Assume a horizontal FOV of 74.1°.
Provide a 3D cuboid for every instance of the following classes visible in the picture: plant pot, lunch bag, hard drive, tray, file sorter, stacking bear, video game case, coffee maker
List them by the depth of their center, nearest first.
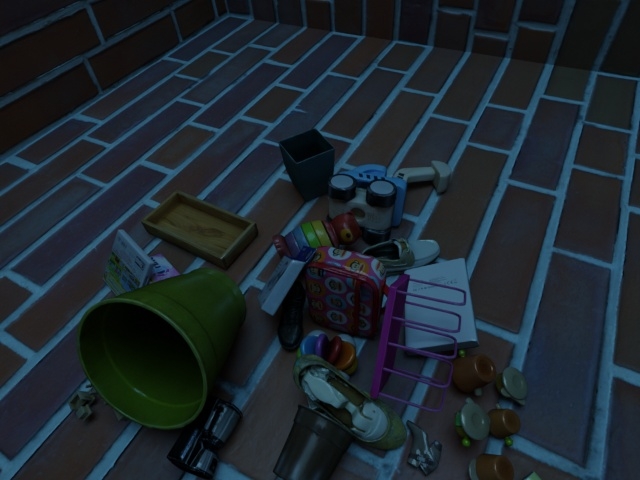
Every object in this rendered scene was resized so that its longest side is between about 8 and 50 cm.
[{"bbox_3d":[-0.022,0.523,1.043,0.167,0.167,0.165,20,62,22],"label":"plant pot"},{"bbox_3d":[0.262,0.259,1.104,0.182,0.290,0.202,11,8,19],"label":"file sorter"},{"bbox_3d":[-0.316,0.511,1.118,0.171,0.120,0.178,-5,42,35],"label":"coffee maker"},{"bbox_3d":[-0.387,0.249,1.173,0.366,0.366,0.353,10,21,14],"label":"plant pot"},{"bbox_3d":[0.091,0.160,1.255,0.258,0.293,0.120,14,47,18],"label":"lunch bag"},{"bbox_3d":[0.361,0.198,1.304,0.203,0.040,0.307,-15,41,23],"label":"hard drive"},{"bbox_3d":[-0.665,0.105,1.458,0.227,0.206,0.026,36,19,30],"label":"video game case"},{"bbox_3d":[0.000,0.000,1.460,0.289,0.175,0.164,-24,16,-1],"label":"stacking bear"},{"bbox_3d":[-0.467,-0.049,1.639,0.411,0.076,0.203,23,54,22],"label":"tray"},{"bbox_3d":[-0.045,-0.287,1.699,0.165,0.234,0.166,-25,50,-15],"label":"plant pot"}]

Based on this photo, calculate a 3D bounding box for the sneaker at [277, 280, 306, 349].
[{"bbox_3d":[-0.094,0.220,1.328,0.087,0.130,0.227,2,51,9],"label":"sneaker"}]

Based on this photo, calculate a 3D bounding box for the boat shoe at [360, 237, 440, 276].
[{"bbox_3d":[0.275,0.051,1.456,0.302,0.103,0.113,-16,49,-9],"label":"boat shoe"}]

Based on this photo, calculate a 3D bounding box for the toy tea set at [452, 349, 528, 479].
[{"bbox_3d":[0.415,0.456,1.106,0.200,0.124,0.336,35,51,-4],"label":"toy tea set"}]

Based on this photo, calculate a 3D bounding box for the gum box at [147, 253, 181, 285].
[{"bbox_3d":[-0.567,0.128,1.477,0.107,0.062,0.188,-21,46,-41],"label":"gum box"}]

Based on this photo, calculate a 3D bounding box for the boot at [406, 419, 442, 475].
[{"bbox_3d":[0.249,0.530,1.081,0.118,0.042,0.087,28,64,34],"label":"boot"}]

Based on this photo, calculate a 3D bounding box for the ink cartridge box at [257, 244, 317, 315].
[{"bbox_3d":[-0.107,0.101,1.259,0.045,0.223,0.224,35,84,-10],"label":"ink cartridge box"}]

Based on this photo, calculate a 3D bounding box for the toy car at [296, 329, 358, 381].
[{"bbox_3d":[0.018,0.326,1.216,0.182,0.136,0.159,7,50,11],"label":"toy car"}]

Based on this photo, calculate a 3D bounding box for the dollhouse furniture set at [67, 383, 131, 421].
[{"bbox_3d":[-0.595,0.472,1.202,0.161,0.101,0.182,-48,57,-2],"label":"dollhouse furniture set"}]

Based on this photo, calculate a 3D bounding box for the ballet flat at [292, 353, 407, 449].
[{"bbox_3d":[0.070,0.420,1.078,0.348,0.123,0.123,37,59,8],"label":"ballet flat"}]

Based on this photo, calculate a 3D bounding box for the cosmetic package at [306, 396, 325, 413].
[{"bbox_3d":[0.023,0.442,1.166,0.115,0.060,0.041,-15,51,-5],"label":"cosmetic package"}]

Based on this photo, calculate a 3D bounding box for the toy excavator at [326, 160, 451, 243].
[{"bbox_3d":[0.266,-0.203,1.632,0.433,0.222,0.445,12,42,14],"label":"toy excavator"}]

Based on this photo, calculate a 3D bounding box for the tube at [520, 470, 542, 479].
[{"bbox_3d":[0.548,0.642,0.941,0.070,0.062,0.240,-49,56,17],"label":"tube"}]
